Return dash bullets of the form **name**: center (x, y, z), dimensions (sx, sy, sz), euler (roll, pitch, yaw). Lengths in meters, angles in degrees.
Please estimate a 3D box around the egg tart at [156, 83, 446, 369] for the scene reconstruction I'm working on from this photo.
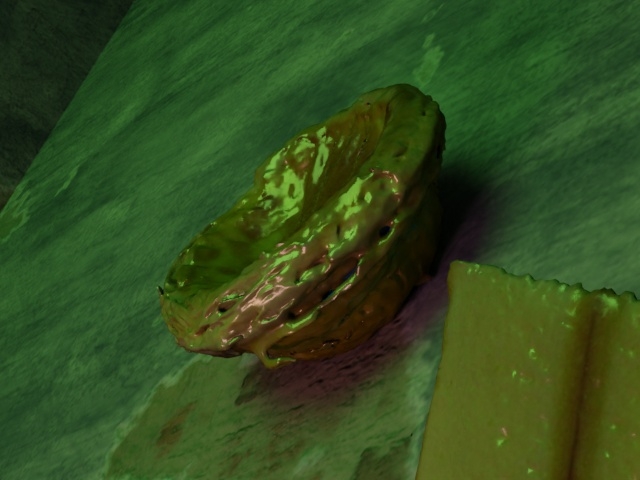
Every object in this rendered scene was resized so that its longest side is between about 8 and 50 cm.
- **egg tart**: center (0.000, 0.000, 1.383), dimensions (0.388, 0.169, 0.388), euler (-38, 21, 18)

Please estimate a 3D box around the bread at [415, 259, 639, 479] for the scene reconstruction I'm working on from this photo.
- **bread**: center (0.117, 0.232, 0.710), dimensions (0.233, 0.245, 0.361), euler (9, 56, 52)
